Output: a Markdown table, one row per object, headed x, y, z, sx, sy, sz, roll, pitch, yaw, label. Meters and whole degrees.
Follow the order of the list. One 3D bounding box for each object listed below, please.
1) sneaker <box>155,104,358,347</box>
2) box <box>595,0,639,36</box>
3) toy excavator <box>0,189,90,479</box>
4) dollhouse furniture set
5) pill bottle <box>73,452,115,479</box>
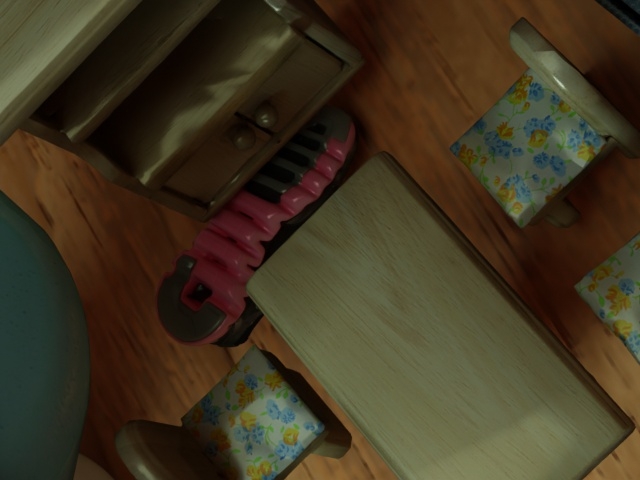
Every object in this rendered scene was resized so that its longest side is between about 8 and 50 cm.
| x | y | z | sx | sy | sz | roll | pitch | yaw | label |
| --- | --- | --- | --- | --- | --- | --- | --- | --- | --- |
| -0.021 | -0.004 | 0.813 | 0.047 | 0.057 | 0.119 | 36 | 90 | 30 | sneaker |
| 0.165 | -0.174 | 0.635 | 0.183 | 0.059 | 0.233 | 44 | 119 | 26 | box |
| -0.201 | 0.010 | 0.784 | 0.433 | 0.445 | 0.222 | 39 | 146 | 13 | toy excavator |
| 0.000 | 0.000 | 0.678 | 0.212 | 0.161 | 0.242 | -45 | 66 | 10 | dollhouse furniture set |
| -0.189 | 0.177 | 0.921 | 0.215 | 0.117 | 0.117 | -24 | 79 | 38 | pill bottle |
